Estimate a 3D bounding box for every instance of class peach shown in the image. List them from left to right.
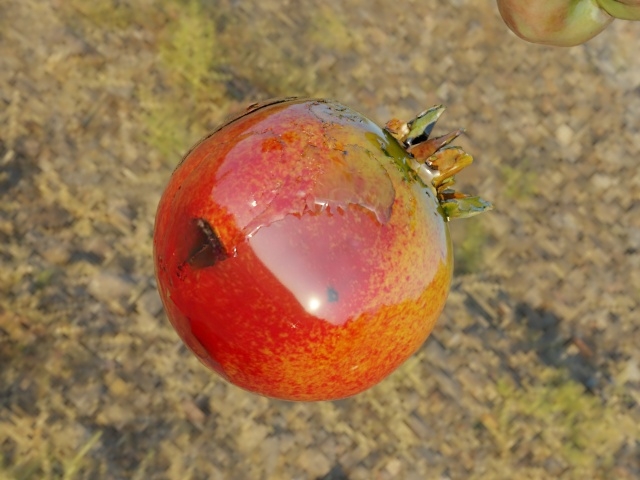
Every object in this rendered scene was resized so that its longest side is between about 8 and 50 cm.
[{"bbox_3d":[0.201,-0.224,1.003,0.152,0.152,0.152,34,25,-18],"label":"peach"}]

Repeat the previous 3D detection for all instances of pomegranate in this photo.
[{"bbox_3d":[0.000,0.000,0.917,0.210,0.235,0.210,61,0,0],"label":"pomegranate"}]
